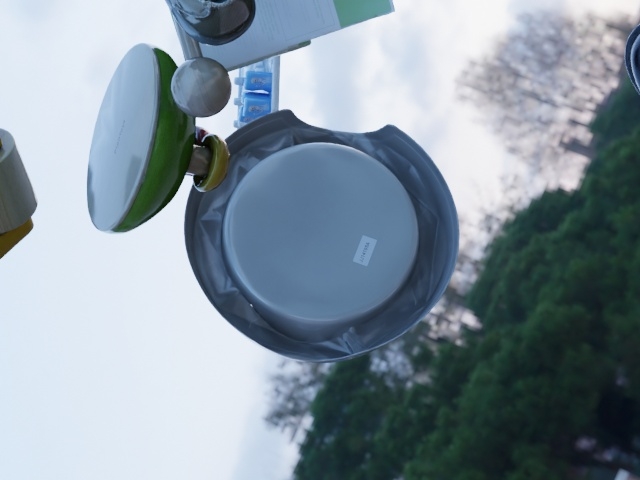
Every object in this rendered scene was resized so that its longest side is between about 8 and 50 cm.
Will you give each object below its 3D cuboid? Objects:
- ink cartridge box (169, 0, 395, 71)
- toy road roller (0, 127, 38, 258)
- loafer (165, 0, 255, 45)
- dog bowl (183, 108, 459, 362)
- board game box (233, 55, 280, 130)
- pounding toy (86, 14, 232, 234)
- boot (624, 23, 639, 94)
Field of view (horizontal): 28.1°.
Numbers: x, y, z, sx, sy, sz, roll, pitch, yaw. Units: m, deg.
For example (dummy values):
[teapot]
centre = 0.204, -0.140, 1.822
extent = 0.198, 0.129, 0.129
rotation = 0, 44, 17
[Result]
[ink cartridge box]
centre = -0.044, -0.263, 1.209
extent = 0.056, 0.235, 0.171
rotation = -27, -78, -61
[toy road roller]
centre = -0.626, -0.050, 1.963
extent = 0.329, 0.241, 0.202
rotation = -45, -38, -32
[loafer]
centre = -0.133, -0.281, 1.064
extent = 0.094, 0.251, 0.087
rotation = -39, 5, -10
[dog bowl]
centre = 0.000, 0.000, 1.657
extent = 0.348, 0.349, 0.102
rotation = -60, -8, -20
[board game box]
centre = -0.116, -0.311, 1.996
extent = 0.390, 0.050, 0.389
rotation = 128, 144, -72
[pounding toy]
centre = -0.130, -0.105, 1.204
extent = 0.237, 0.110, 0.183
rotation = -56, 34, 36
[boot]
centre = 0.512, -0.163, 1.660
extent = 0.131, 0.348, 0.260
rotation = -44, -14, 21
